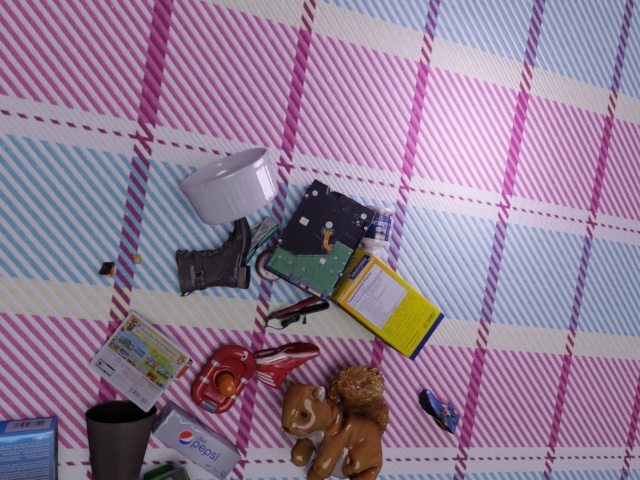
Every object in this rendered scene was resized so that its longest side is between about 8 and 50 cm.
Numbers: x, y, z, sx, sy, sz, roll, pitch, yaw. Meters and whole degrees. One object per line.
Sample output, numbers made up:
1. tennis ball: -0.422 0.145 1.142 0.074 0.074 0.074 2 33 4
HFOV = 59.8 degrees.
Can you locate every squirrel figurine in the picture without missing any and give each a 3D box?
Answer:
1. squirrel figurine: 0.045 0.573 1.831 0.397 0.281 0.370 -46 110 -28

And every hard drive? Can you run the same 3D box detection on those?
1. hard drive: 0.000 0.000 1.792 0.237 0.064 0.338 28 74 0

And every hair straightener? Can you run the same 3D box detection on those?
1. hair straightener: -0.076 0.251 1.827 0.231 0.047 0.089 -23 113 3

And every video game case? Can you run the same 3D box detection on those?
1. video game case: -0.537 0.359 1.658 0.227 0.026 0.206 38 86 4

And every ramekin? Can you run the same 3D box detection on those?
1. ramekin: -0.259 -0.157 1.636 0.277 0.277 0.135 -29 113 -16

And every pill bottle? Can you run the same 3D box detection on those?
1. pill bottle: 0.190 -0.031 1.904 0.094 0.094 0.169 9 92 -21

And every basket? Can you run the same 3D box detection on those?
1. basket: -0.598 0.612 1.646 0.205 0.154 0.226 3 98 -35

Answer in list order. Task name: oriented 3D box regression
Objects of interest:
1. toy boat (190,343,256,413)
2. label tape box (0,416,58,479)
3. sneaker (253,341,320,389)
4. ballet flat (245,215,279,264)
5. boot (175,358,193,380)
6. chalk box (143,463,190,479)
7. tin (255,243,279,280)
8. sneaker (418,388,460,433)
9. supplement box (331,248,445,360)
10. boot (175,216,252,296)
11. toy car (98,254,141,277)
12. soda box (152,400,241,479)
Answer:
1. toy boat: -0.295 0.440 1.739 0.151 0.151 0.231 36 83 -20
2. label tape box: -0.881 0.690 1.568 0.250 0.115 0.347 0 98 -20
3. sneaker: -0.109 0.419 1.855 0.222 0.087 0.127 -5 106 -8
4. ballet flat: -0.221 0.010 1.780 0.068 0.072 0.213 40 79 8
5. boot: -0.482 0.373 1.715 0.158 0.059 0.084 35 88 -21
6. chalk box: -0.456 0.823 1.677 0.180 0.289 0.179 -19 134 -16
7. tin: -0.124 0.061 1.829 0.190 0.040 0.106 -29 100 -16
8. sneaker: 0.446 0.625 2.082 0.087 0.083 0.221 -49 115 -24
9. supplement box: 0.204 0.211 1.880 0.357 0.195 0.194 40 82 -20
10. boot: -0.331 0.041 1.697 0.229 0.091 0.262 0 82 6
11. toy car: -0.590 0.085 1.648 0.122 0.060 0.040 -11 131 -13
12. soda box: -0.390 0.631 1.754 0.286 0.091 0.098 42 80 -19
